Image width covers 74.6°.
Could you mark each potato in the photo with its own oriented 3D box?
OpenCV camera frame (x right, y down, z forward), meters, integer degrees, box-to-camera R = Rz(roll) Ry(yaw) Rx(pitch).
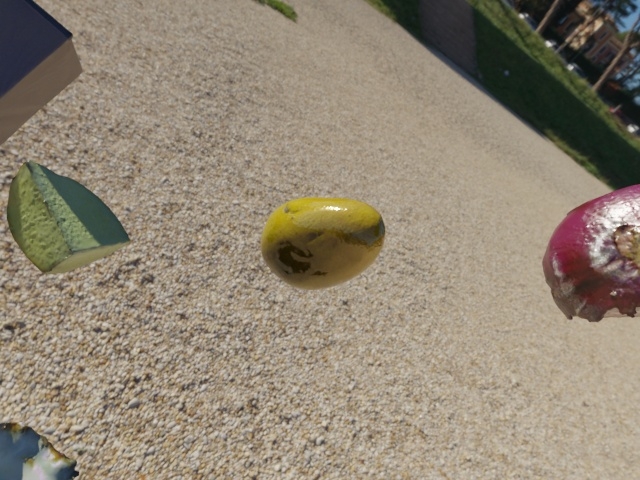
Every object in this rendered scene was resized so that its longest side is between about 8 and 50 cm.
[{"bbox_3d":[-0.380,-0.031,0.628,0.149,0.081,0.120,62,15,2],"label":"potato"}]

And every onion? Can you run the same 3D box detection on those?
[{"bbox_3d":[0.357,0.026,0.462,0.218,0.195,0.139,22,54,-54],"label":"onion"}]

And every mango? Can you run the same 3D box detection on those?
[{"bbox_3d":[0.000,0.000,0.592,0.098,0.195,0.137,-33,100,-52],"label":"mango"}]

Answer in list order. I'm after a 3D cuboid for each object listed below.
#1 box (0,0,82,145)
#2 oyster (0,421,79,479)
[{"bbox_3d":[-0.521,-0.258,0.615,0.188,0.252,0.153,41,-12,-20],"label":"box"},{"bbox_3d":[-0.385,0.306,0.443,0.198,0.092,0.260,61,14,20],"label":"oyster"}]
